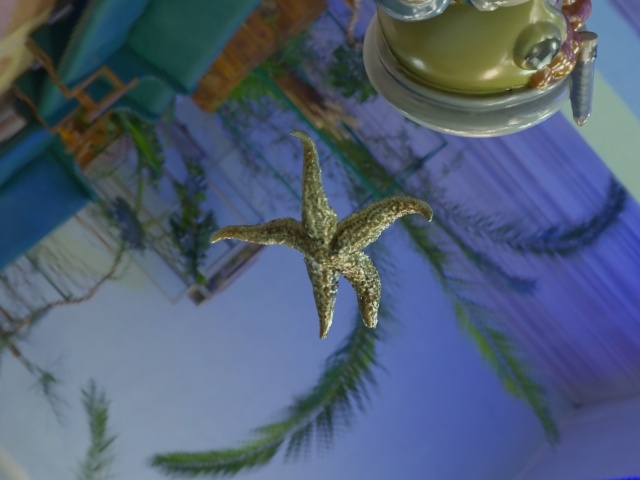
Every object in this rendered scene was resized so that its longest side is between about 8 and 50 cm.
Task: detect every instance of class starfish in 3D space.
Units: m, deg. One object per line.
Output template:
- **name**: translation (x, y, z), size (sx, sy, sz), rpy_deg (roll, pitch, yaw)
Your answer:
- **starfish**: translation (-0.001, 0.001, 0.958), size (0.217, 0.223, 0.050), rpy_deg (-1, -152, 24)

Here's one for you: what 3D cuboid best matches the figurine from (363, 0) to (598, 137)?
- **figurine**: translation (0.091, -0.221, 0.876), size (0.205, 0.224, 0.382), rpy_deg (-40, 149, 15)
